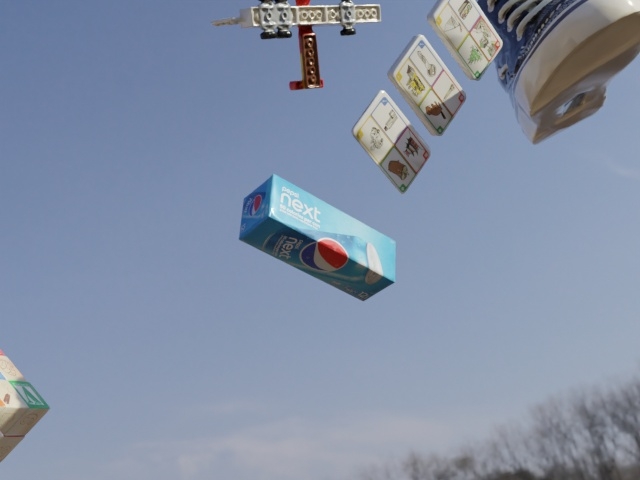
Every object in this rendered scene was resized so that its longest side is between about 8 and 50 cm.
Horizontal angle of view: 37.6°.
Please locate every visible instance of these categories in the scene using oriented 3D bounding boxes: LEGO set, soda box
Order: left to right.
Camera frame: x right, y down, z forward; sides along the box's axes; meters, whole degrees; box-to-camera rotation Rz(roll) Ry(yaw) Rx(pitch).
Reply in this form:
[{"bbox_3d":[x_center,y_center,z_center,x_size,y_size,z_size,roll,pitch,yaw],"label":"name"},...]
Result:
[{"bbox_3d":[0.000,0.000,1.220,0.210,0.071,0.067,27,-43,-28],"label":"soda box"},{"bbox_3d":[0.032,-0.183,0.767,0.060,0.182,0.244,7,-32,52],"label":"LEGO set"}]

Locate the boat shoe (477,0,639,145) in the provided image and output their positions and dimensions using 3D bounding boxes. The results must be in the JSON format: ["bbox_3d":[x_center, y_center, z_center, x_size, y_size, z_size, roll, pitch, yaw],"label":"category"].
[{"bbox_3d":[0.211,-0.205,0.907,0.127,0.158,0.340,-28,-10,1],"label":"boat shoe"}]

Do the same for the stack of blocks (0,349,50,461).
[{"bbox_3d":[-0.394,0.159,0.912,0.087,0.171,0.297,-47,-19,3],"label":"stack of blocks"}]
